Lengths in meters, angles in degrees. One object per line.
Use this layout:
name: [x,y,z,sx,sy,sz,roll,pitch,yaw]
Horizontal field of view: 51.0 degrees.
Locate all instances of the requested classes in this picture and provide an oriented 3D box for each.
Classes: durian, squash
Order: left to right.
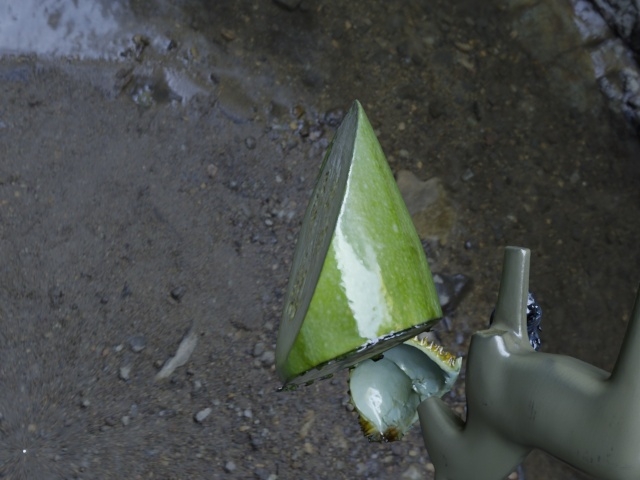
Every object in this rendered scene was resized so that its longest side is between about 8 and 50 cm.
squash: [0.000,0.000,0.683,0.189,0.189,0.260,-15,75,-27]
durian: [0.124,0.231,1.086,0.144,0.252,0.139,22,29,-36]

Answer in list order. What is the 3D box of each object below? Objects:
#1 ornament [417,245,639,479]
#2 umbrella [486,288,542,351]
ornament: [0.175,0.128,0.563,0.061,0.230,0.245,1,98,-39]
umbrella: [0.219,0.101,0.759,0.071,0.224,0.080,-16,61,4]
